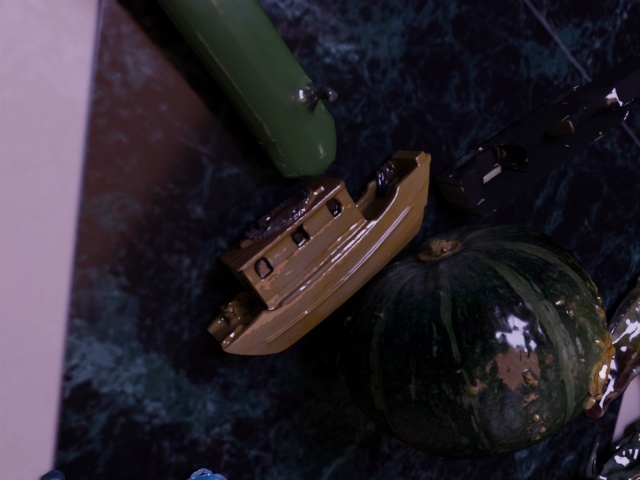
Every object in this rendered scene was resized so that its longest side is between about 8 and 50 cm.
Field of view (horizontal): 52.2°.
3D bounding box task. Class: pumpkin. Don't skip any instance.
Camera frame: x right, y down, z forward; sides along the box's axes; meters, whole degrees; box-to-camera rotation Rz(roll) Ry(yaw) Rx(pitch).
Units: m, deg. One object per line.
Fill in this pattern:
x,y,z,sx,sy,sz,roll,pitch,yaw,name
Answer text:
0.108,0.068,0.466,0.190,0.190,0.146,-42,113,-14,pumpkin

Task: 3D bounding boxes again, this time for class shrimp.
0.338,0.196,0.691,0.445,0.085,0.272,-39,113,-19,shrimp

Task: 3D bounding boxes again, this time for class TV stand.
0.206,-0.096,0.563,0.249,0.036,0.042,-33,115,-19,TV stand

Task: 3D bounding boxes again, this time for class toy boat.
0.000,0.000,0.461,0.200,0.057,0.077,-40,113,-14,toy boat

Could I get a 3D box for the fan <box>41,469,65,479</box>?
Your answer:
-0.192,0.245,0.438,0.038,0.016,0.193,6,100,-28,fan

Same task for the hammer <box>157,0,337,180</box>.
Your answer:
-0.078,-0.153,0.354,0.206,0.119,0.336,-45,126,-10,hammer

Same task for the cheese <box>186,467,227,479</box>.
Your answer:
-0.091,0.221,0.488,0.047,0.017,0.111,0,103,-26,cheese
